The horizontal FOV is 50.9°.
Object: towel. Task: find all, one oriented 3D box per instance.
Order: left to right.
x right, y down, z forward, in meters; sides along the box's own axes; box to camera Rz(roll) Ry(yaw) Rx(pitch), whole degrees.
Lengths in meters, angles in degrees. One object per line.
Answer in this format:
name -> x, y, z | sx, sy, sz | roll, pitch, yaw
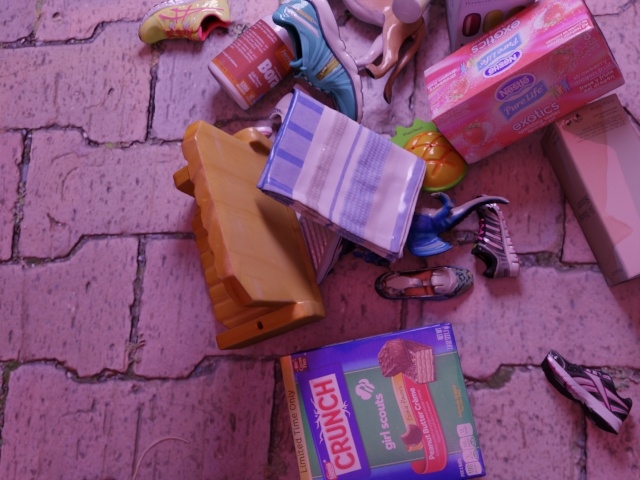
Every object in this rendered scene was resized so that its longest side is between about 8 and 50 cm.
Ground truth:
towel -> 0.048, -0.111, 1.153 | 0.285, 0.034, 0.209 | 27, 69, -19

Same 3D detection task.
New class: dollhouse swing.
dollhouse swing -> -0.186, 0.005, 1.157 | 0.315, 0.305, 0.347 | -25, 77, 33

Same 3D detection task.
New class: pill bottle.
pill bottle -> -0.112, -0.376, 1.365 | 0.216, 0.121, 0.121 | -40, 77, 0

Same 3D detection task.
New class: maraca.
maraca -> 0.206, -0.166, 1.297 | 0.127, 0.099, 0.186 | -22, 56, -6

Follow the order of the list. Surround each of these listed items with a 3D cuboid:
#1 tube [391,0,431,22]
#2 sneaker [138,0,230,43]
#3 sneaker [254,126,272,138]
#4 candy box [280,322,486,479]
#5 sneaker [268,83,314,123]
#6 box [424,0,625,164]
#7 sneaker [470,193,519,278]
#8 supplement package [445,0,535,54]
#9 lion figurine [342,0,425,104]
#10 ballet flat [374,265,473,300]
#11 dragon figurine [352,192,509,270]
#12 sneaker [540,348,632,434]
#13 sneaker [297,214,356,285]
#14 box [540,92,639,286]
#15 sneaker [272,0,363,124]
tube -> 0.211, -0.510, 1.313 | 0.070, 0.062, 0.240 | 22, 53, 19
sneaker -> -0.285, -0.459, 1.426 | 0.208, 0.081, 0.094 | -23, 80, 3
sneaker -> -0.155, -0.183, 1.374 | 0.134, 0.051, 0.070 | -16, 80, 8
candy box -> 0.106, 0.307, 1.210 | 0.317, 0.122, 0.268 | -13, 79, 7
sneaker -> -0.011, -0.208, 1.327 | 0.095, 0.090, 0.235 | -42, 55, 3
box -> 0.349, -0.288, 1.190 | 0.300, 0.142, 0.154 | -27, 42, 29
sneaker -> 0.314, -0.004, 1.266 | 0.074, 0.063, 0.170 | -18, 83, -2
supplement package -> 0.311, -0.455, 1.255 | 0.139, 0.244, 0.134 | -7, 79, 7
lion figurine -> 0.102, -0.491, 1.365 | 0.240, 0.142, 0.392 | -37, 91, -9
ballet flat -> 0.195, 0.082, 1.268 | 0.188, 0.070, 0.070 | -8, 79, 6
dragon figurine -> 0.205, -0.015, 1.262 | 0.289, 0.085, 0.144 | -2, 91, 13
sneaker -> 0.477, 0.257, 1.203 | 0.077, 0.072, 0.178 | -43, 85, -13
sneaker -> 0.000, 0.000, 1.290 | 0.126, 0.127, 0.321 | 42, 112, 18
box -> 0.526, -0.085, 1.210 | 0.121, 0.148, 0.311 | -22, 76, 5
sneaker -> -0.004, -0.339, 1.308 | 0.110, 0.107, 0.275 | -34, 110, -15
